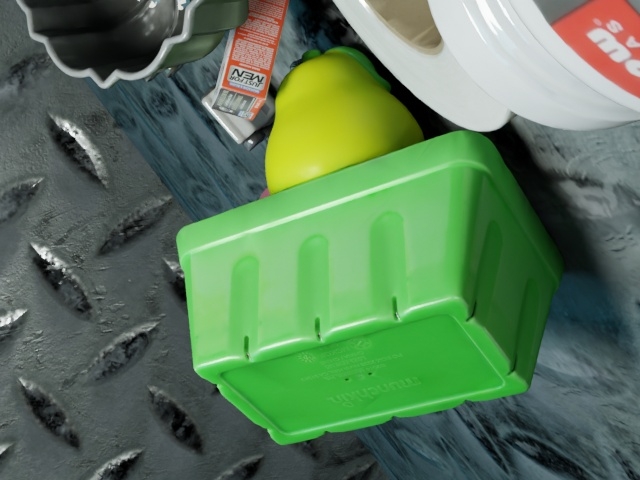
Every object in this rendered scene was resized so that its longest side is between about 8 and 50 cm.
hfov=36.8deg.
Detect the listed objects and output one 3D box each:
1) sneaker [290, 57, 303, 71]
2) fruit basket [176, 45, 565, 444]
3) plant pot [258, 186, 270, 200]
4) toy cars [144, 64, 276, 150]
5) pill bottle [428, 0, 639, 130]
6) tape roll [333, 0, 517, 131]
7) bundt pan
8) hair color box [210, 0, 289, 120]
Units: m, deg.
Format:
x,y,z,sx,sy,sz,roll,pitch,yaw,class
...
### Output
x,y,z,sx,sy,sz,roll,pitch,yaw,class
-0.009,-0.162,1.220,0.087,0.083,0.221,61,163,12,sneaker
0.043,-0.011,1.024,0.392,0.392,0.283,33,167,50,fruit basket
0.000,0.000,1.379,0.180,0.201,0.201,61,174,34,plant pot
-0.153,-0.233,1.295,0.394,0.087,0.176,31,-158,-52,toy cars
0.181,-0.155,0.339,0.210,0.210,0.363,52,165,-5,pill bottle
0.075,-0.216,0.667,0.286,0.100,0.286,52,174,8,tape roll
-0.169,-0.316,0.943,0.331,0.124,0.330,8,102,39,bundt pan
-0.071,-0.224,1.042,0.053,0.167,0.093,16,171,-11,hair color box
